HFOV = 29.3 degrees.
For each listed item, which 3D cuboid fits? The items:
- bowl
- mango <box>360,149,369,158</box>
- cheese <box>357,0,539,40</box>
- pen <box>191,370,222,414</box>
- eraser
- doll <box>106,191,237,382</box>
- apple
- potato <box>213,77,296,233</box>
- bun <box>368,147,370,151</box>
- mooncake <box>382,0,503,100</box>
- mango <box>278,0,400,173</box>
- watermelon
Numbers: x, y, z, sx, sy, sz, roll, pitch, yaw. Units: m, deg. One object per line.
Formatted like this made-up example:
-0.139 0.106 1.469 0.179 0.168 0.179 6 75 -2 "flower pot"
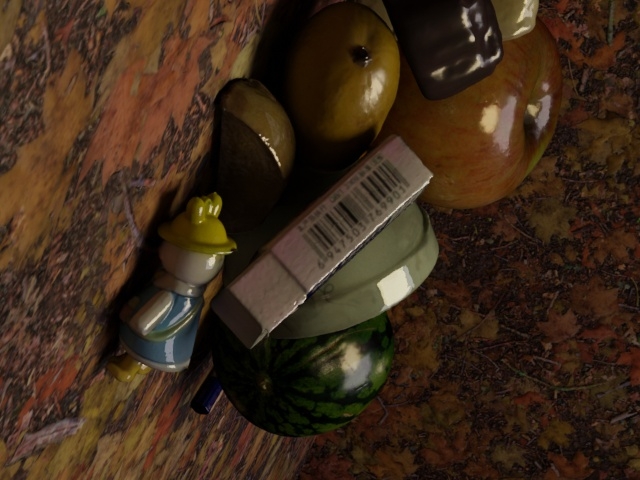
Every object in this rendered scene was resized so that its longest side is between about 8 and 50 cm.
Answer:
-0.001 -0.012 1.674 0.307 0.307 0.163 -52 132 -53 "bowl"
0.045 -0.126 2.195 0.190 0.075 0.098 -34 140 -61 "mango"
0.181 -0.363 1.749 0.093 0.262 0.159 -35 127 -68 "cheese"
-0.143 0.187 2.104 0.269 0.033 0.033 -58 169 -35 "pen"
0.000 0.000 1.473 0.287 0.086 0.130 -42 179 -19 "eraser"
-0.166 0.058 1.408 0.135 0.099 0.241 8 111 -39 "doll"
0.245 -0.259 2.214 0.400 0.333 0.400 -34 132 -49 "apple"
-0.069 -0.102 1.506 0.120 0.100 0.261 -58 169 -33 "potato"
0.135 -0.137 2.529 0.178 0.127 0.193 70 35 -78 "bun"
0.146 -0.326 1.568 0.141 0.283 0.283 -22 178 11 "mooncake"
0.014 -0.181 1.565 0.332 0.142 0.195 115 -17 -70 "mango"
-0.026 0.161 1.899 0.285 0.285 0.285 -61 171 -18 "watermelon"
